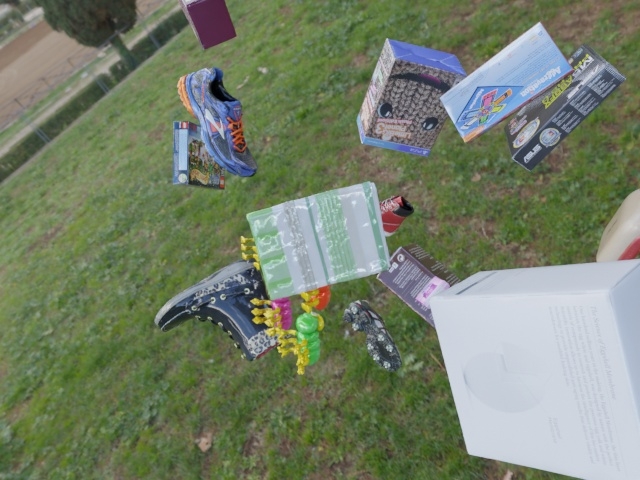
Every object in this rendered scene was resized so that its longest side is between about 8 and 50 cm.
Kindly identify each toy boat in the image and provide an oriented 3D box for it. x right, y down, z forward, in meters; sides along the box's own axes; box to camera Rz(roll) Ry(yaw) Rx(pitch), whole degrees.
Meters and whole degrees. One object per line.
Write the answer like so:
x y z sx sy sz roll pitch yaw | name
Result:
0.746 -0.009 1.151 0.151 0.231 0.151 22 59 18 | toy boat

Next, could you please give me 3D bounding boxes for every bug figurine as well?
-0.049 0.079 0.818 0.072 0.216 0.279 -9 20 -26 | bug figurine

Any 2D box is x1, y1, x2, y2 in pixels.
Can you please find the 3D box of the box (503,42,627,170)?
0.560 -0.317 1.196 0.270 0.060 0.216 -51 9 33 | box

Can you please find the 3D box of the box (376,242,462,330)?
0.381 0.180 1.592 0.381 0.191 0.143 40 109 17 | box

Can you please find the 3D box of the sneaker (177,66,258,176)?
-0.177 -0.217 0.929 0.087 0.221 0.083 -26 9 26 | sneaker

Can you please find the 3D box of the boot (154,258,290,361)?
-0.188 0.161 0.967 0.236 0.085 0.178 -32 80 7 | boot

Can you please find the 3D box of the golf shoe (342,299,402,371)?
0.200 0.315 1.734 0.105 0.272 0.120 -44 -14 34 | golf shoe

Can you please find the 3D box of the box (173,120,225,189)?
-0.325 -0.224 1.379 0.044 0.159 0.233 1 3 12 | box

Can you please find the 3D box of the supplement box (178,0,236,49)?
-0.257 -0.513 1.086 0.081 0.104 0.188 -25 56 -6 | supplement box

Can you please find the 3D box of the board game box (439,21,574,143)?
0.439 -0.374 1.221 0.281 0.027 0.145 -34 69 31 | board game box

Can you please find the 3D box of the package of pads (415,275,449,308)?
0.285 0.132 1.287 0.083 0.032 0.050 -48 15 -2 | package of pads

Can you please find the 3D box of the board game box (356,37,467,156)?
0.271 -0.435 1.565 0.232 0.291 0.141 8 43 -13 | board game box

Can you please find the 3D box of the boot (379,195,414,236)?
0.177 -0.111 1.673 0.176 0.244 0.088 128 153 -51 | boot

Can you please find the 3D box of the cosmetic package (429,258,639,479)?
0.289 0.153 0.631 0.138 0.223 0.225 -18 6 -40 | cosmetic package

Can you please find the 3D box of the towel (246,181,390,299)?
0.000 0.000 0.596 0.152 0.113 0.023 -14 15 -4 | towel
